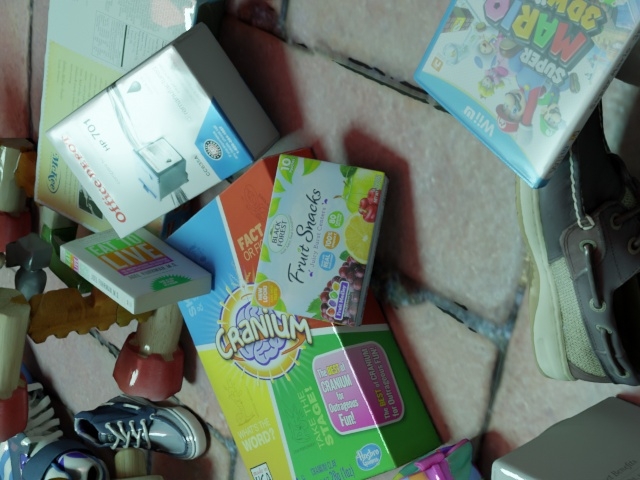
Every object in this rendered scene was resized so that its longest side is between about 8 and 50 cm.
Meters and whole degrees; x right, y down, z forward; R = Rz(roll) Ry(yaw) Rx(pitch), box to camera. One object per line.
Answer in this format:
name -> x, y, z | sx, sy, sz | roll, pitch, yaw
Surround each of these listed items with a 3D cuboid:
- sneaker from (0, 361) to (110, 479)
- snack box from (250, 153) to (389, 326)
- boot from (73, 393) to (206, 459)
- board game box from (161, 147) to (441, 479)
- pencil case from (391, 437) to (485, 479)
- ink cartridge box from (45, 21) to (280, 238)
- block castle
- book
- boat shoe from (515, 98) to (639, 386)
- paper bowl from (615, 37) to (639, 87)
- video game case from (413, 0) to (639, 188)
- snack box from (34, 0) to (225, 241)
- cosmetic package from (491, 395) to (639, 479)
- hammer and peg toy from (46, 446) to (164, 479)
sneaker -> -0.387, 0.284, 1.562 | 0.236, 0.130, 0.323 | -15, 85, 40
snack box -> 0.000, 0.000, 1.001 | 0.100, 0.037, 0.141 | 11, 89, 13
boot -> -0.228, 0.243, 1.377 | 0.190, 0.086, 0.069 | 6, 107, 48
board game box -> -0.035, 0.100, 1.124 | 0.242, 0.064, 0.317 | -35, 76, 49
pencil case -> 0.147, 0.292, 0.956 | 0.236, 0.104, 0.104 | 58, 138, 17
ink cartridge box -> -0.160, -0.108, 1.113 | 0.190, 0.082, 0.140 | -28, 104, 29
block castle -> -0.396, 0.056, 1.345 | 0.453, 0.303, 0.213 | 35, 121, 36
book -> -0.196, 0.031, 1.160 | 0.144, 0.096, 0.035 | 28, 122, 40
boat shoe -> 0.196, -0.006, 0.773 | 0.092, 0.103, 0.285 | 10, 132, 27
paper bowl -> 0.229, -0.226, 0.650 | 0.284, 0.148, 0.284 | 19, 117, 43
video game case -> 0.130, -0.131, 0.661 | 0.119, 0.015, 0.166 | 47, 130, 27
snack box -> -0.217, -0.150, 1.213 | 0.187, 0.060, 0.322 | 26, 123, 19
cosmetic package -> 0.236, 0.229, 0.789 | 0.183, 0.151, 0.152 | 20, 118, 45
hammer and peg toy -> -0.320, 0.402, 1.404 | 0.361, 0.265, 0.127 | 100, 161, -50
